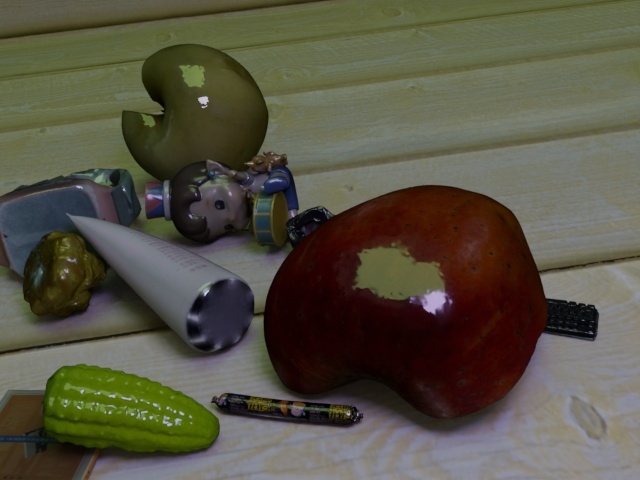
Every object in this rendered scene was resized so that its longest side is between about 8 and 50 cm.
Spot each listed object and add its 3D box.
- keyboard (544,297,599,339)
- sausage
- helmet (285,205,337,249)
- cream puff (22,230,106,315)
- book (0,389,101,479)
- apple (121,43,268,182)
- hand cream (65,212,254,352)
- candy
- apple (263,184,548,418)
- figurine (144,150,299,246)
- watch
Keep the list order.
[{"bbox_3d":[0.276,0.097,1.055,0.231,0.023,0.072,7,30,21],"label":"keyboard"},{"bbox_3d":[-0.044,0.209,0.917,0.198,0.025,0.029,4,73,15],"label":"sausage"},{"bbox_3d":[0.000,0.000,1.224,0.098,0.070,0.123,-32,46,-27],"label":"helmet"},{"bbox_3d":[-0.394,0.057,1.161,0.116,0.146,0.146,20,6,-45],"label":"cream puff"},{"bbox_3d":[-0.353,0.265,0.888,0.170,0.018,0.242,-2,30,7],"label":"book"},{"bbox_3d":[-0.248,-0.243,1.481,0.291,0.292,0.254,23,12,40],"label":"apple"},{"bbox_3d":[-0.245,0.049,1.130,0.358,0.118,0.185,27,0,43],"label":"hand cream"},{"bbox_3d":[-0.223,0.208,0.882,0.209,0.097,0.097,12,31,-2],"label":"candy"},{"bbox_3d":[0.119,0.075,0.989,0.328,0.295,0.365,39,47,11],"label":"apple"},{"bbox_3d":[-0.173,-0.064,1.291,0.275,0.161,0.158,-1,45,18],"label":"figurine"},{"bbox_3d":[-0.458,-0.057,1.338,0.253,0.162,0.241,-12,23,-11],"label":"watch"}]
